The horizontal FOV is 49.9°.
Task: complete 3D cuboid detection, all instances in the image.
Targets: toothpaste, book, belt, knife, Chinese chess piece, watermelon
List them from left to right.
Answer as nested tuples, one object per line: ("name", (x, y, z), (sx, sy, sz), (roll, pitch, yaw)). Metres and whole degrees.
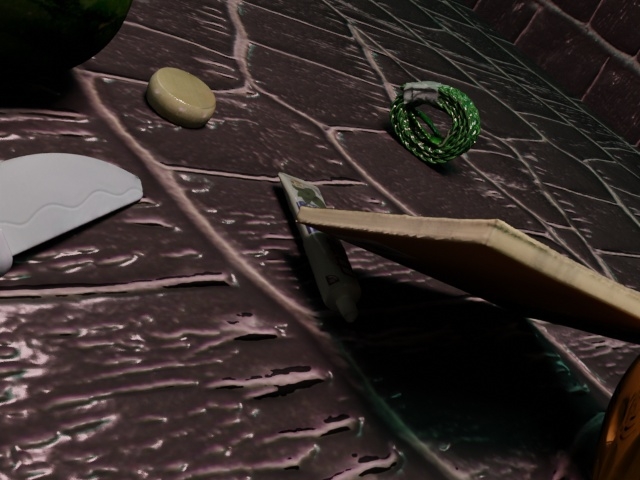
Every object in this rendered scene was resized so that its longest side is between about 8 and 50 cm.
("watermelon", (-0.293, -0.274, 0.642), (0.242, 0.242, 0.242), (25, 30, -16))
("knife", (-0.225, -0.016, 0.499), (0.080, 0.044, 0.331), (68, 22, -16))
("Chinese chess piece", (-0.166, -0.170, 0.821), (0.084, 0.034, 0.084), (26, 32, -17))
("toothpaste", (0.000, 0.000, 0.729), (0.060, 0.038, 0.233), (24, 28, -33))
("belt", (0.189, -0.199, 1.130), (0.151, 0.121, 0.079), (36, 31, 14))
("book", (0.190, 0.043, 0.674), (0.373, 0.028, 0.262), (22, -8, -33))

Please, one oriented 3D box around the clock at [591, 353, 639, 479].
("clock", (0.309, 0.207, 0.529), (0.200, 0.244, 0.317), (18, 24, 9))
